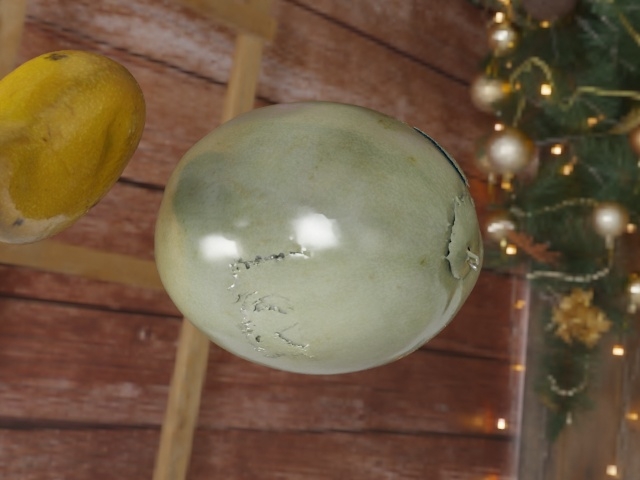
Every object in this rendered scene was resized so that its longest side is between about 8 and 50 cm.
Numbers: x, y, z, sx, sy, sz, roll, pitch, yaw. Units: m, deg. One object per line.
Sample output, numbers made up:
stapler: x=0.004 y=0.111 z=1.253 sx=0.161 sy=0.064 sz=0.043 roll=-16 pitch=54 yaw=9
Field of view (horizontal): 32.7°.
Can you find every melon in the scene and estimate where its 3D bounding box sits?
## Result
melon: x=0.000 y=0.000 z=1.053 sx=0.330 sy=0.268 sz=0.268 roll=6 pitch=174 yaw=26

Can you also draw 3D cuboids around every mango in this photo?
mango: x=-0.250 y=-0.085 z=0.976 sx=0.109 sy=0.157 sz=0.262 roll=21 pitch=-151 yaw=17
